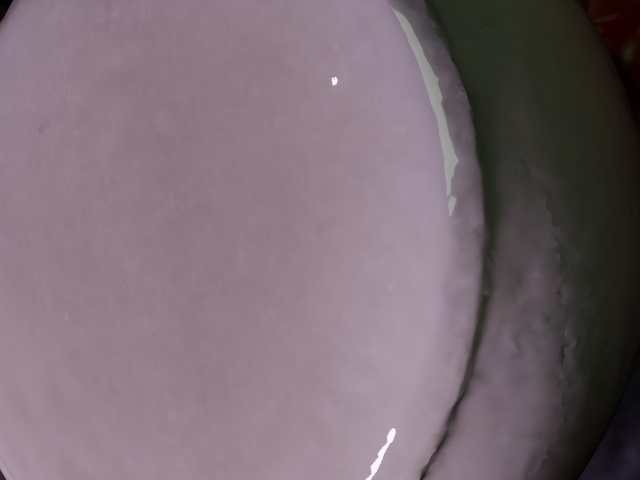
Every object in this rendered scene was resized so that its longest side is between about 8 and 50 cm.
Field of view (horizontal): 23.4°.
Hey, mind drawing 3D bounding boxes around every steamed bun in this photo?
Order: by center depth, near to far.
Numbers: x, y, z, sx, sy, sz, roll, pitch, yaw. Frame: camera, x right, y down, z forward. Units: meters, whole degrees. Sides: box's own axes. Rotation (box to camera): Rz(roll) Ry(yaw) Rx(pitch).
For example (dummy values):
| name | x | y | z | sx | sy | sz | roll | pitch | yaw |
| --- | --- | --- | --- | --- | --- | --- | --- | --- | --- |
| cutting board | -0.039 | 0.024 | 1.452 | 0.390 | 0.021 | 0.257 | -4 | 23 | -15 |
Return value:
| name | x | y | z | sx | sy | sz | roll | pitch | yaw |
| --- | --- | --- | --- | --- | --- | --- | --- | --- | --- |
| steamed bun | 0.000 | 0.000 | 0.477 | 0.232 | 0.145 | 0.231 | 0 | 90 | 40 |

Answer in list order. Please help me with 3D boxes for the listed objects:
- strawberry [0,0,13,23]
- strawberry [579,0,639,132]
| name | x | y | z | sx | sy | sz | roll | pitch | yaw |
| --- | --- | --- | --- | --- | --- | --- | --- | --- | --- |
| strawberry | -0.236 | -0.116 | 0.545 | 0.265 | 0.149 | 0.336 | -23 | 90 | -4 |
| strawberry | 0.166 | -0.083 | 0.496 | 0.178 | 0.234 | 0.234 | -42 | 55 | 27 |
